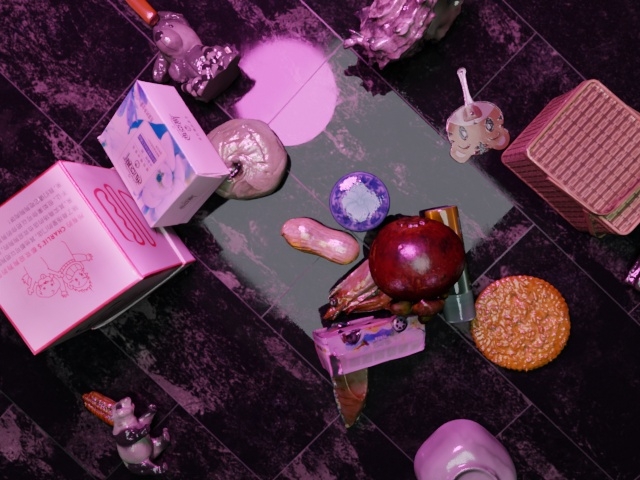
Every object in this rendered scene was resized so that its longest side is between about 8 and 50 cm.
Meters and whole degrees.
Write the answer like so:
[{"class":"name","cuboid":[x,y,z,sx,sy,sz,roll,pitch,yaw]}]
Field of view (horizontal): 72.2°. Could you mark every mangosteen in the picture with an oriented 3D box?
[{"class":"mangosteen","cuboid":[0.216,0.074,0.995,0.215,0.215,0.257,-5,106,4]}]

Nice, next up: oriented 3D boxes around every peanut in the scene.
[{"class":"peanut","cuboid":[0.000,0.000,1.103,0.207,0.087,0.087,20,95,1]}]

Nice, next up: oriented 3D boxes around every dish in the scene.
[{"class":"dish","cuboid":[0.375,0.603,1.114,0.257,0.117,0.256,0,94,3]}]

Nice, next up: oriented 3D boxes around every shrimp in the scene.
[{"class":"shrimp","cuboid":[0.133,0.124,1.120,0.295,0.062,0.154,-32,98,4]}]

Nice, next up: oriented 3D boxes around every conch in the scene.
[{"class":"conch","cuboid":[0.198,-0.514,0.981,0.313,0.241,0.186,-31,106,-8]}]

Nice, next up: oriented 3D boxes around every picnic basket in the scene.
[{"class":"picnic basket","cuboid":[0.627,-0.179,1.009,0.313,0.175,0.228,42,95,-1]}]

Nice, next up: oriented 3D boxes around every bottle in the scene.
[{"class":"bottle","cuboid":[0.324,0.059,1.091,0.082,0.082,0.285,-12,94,4]}]

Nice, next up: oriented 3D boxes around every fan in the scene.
[{"class":"fan","cuboid":[0.376,-0.318,1.096,0.153,0.008,0.226,-17,94,5]}]

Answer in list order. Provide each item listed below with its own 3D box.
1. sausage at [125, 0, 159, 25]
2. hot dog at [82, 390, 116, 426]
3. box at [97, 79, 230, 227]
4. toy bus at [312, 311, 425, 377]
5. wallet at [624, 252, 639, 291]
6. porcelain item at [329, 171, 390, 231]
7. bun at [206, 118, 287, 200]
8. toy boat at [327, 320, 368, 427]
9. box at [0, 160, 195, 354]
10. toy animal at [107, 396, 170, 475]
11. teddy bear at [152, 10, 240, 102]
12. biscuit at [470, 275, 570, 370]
[{"class":"sausage","cuboid":[-0.463,-0.602,1.105,0.039,0.041,0.131,-43,91,10]},{"class":"hot dog","cuboid":[-0.585,0.461,1.195,0.144,0.038,0.062,33,96,0]},{"class":"box","cuboid":[-0.373,-0.200,1.037,0.203,0.116,0.274,-39,78,30]},{"class":"toy bus","cuboid":[0.123,0.240,1.062,0.274,0.090,0.112,-10,96,-21]},{"class":"wallet","cuboid":[0.880,0.038,1.078,0.169,0.052,0.245,27,93,-3]},{"class":"porcelain item","cuboid":[0.096,-0.093,1.077,0.147,0.114,0.147,0,93,3]},{"class":"bun","cuboid":[-0.192,-0.202,1.086,0.222,0.108,0.221,0,94,3]},{"class":"toy boat","cuboid":[0.076,0.356,1.125,0.109,0.099,0.292,-8,94,-22]},{"class":"box","cuboid":[-0.546,0.027,1.028,0.314,0.300,0.312,-35,91,5]},{"class":"toy animal","cuboid":[-0.481,0.514,1.156,0.121,0.094,0.225,-11,112,5]},{"class":"teddy bear","cuboid":[-0.333,-0.437,1.064,0.251,0.144,0.171,34,110,3]},{"class":"biscuit","cuboid":[0.509,0.211,1.116,0.254,0.035,0.253,0,94,3]}]
